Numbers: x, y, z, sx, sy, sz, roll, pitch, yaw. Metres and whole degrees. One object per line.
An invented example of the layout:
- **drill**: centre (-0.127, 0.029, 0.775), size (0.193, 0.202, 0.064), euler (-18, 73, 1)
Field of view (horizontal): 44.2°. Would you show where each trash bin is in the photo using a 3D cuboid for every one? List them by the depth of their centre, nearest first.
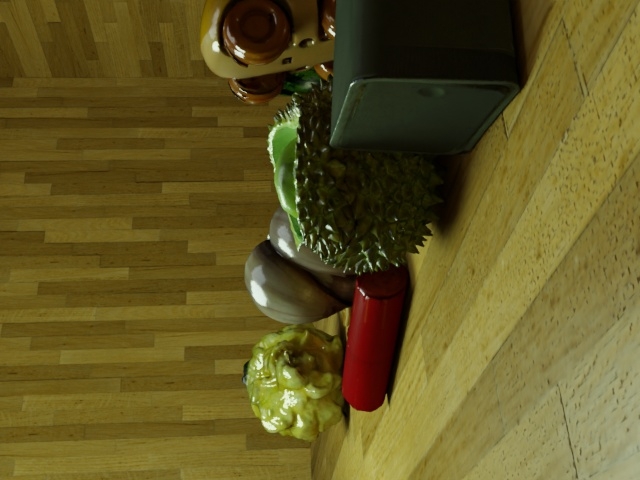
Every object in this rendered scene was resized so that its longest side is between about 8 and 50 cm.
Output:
- **trash bin**: centre (0.075, -0.207, 0.628), size (0.164, 0.122, 0.240), euler (115, 156, -79)

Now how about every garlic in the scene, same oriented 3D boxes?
- **garlic**: centre (0.000, 0.000, 1.061), size (0.214, 0.191, 0.160), euler (-45, -33, -39)

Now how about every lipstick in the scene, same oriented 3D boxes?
- **lipstick**: centre (0.070, 0.134, 1.066), size (0.280, 0.073, 0.073), euler (95, 173, -48)

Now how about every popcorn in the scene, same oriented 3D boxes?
- **popcorn**: centre (-0.045, 0.304, 1.731), size (0.252, 0.215, 0.286), euler (-49, 31, 32)

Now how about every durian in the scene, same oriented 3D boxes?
- **durian**: centre (0.034, -0.064, 0.805), size (0.237, 0.176, 0.200), euler (128, 145, -75)

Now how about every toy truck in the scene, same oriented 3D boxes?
- **toy truck**: centre (-0.029, -0.322, 1.070), size (0.204, 0.288, 0.212), euler (116, 141, -79)

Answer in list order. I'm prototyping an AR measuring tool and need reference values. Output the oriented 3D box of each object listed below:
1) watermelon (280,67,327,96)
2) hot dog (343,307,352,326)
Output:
- **watermelon**: centre (-0.059, -0.394, 1.423), size (0.269, 0.269, 0.269), euler (179, 90, -86)
- **hot dog**: centre (0.057, 0.134, 1.543), size (0.037, 0.021, 0.083), euler (-66, -17, -44)
